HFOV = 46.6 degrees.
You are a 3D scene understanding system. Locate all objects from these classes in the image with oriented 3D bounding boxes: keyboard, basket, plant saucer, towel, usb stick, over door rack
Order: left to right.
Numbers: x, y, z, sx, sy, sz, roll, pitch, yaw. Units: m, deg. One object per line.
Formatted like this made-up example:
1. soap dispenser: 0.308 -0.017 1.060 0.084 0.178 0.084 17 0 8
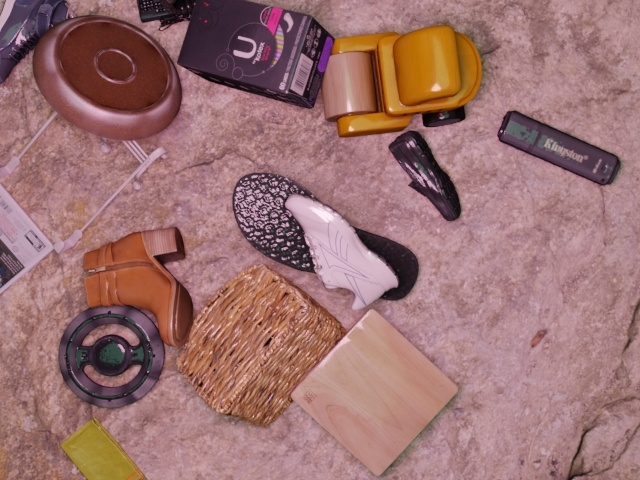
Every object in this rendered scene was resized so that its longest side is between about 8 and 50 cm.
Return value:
1. over door rack: -0.513 -0.170 1.604 0.324 0.108 0.239 -41 89 10
2. towel: -0.462 0.511 1.635 0.102 0.021 0.237 -39 90 -2
3. plant saucer: -0.429 -0.350 1.539 0.311 0.050 0.310 14 59 -24
4. keyboard: -0.308 -0.526 1.638 0.192 0.038 0.100 -13 90 0
5. basket: -0.135 0.222 1.608 0.213 0.223 0.299 38 89 32
6. usb stick: 0.526 -0.204 1.646 0.278 0.045 0.077 24 88 -1

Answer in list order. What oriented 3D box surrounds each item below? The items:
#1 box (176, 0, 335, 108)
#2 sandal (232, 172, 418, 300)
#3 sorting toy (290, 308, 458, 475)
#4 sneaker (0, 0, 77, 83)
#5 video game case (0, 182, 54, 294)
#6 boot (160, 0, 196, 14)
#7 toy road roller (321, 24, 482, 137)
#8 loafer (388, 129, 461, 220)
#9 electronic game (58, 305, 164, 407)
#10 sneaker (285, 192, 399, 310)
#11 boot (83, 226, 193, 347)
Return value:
1. box: -0.133 -0.394 1.541 0.271 0.143 0.165 19 93 21
2. sandal: 0.000 0.003 1.619 0.446 0.107 0.167 29 88 -13
3. sorting toy: 0.113 0.320 1.610 0.257 0.089 0.255 43 89 -2
4. sneaker: -0.616 -0.429 1.607 0.164 0.086 0.226 19 88 2
5. video game case: -0.710 0.000 1.635 0.173 0.022 0.190 -40 91 -2
6. boot: -0.227 -0.660 1.577 0.348 0.131 0.260 -31 77 9
7. toy road roller: 0.167 -0.343 1.543 0.330 0.240 0.202 -7 89 -1
8. loafer: 0.231 -0.136 1.634 0.078 0.076 0.223 -29 98 35
9. electronic game: -0.456 0.250 1.623 0.230 0.048 0.229 0 88 -1
10. sneaker: 0.029 0.025 1.519 0.129 0.111 0.297 -44 102 -1
11. boot: -0.393 0.111 1.566 0.220 0.109 0.283 -14 68 6
